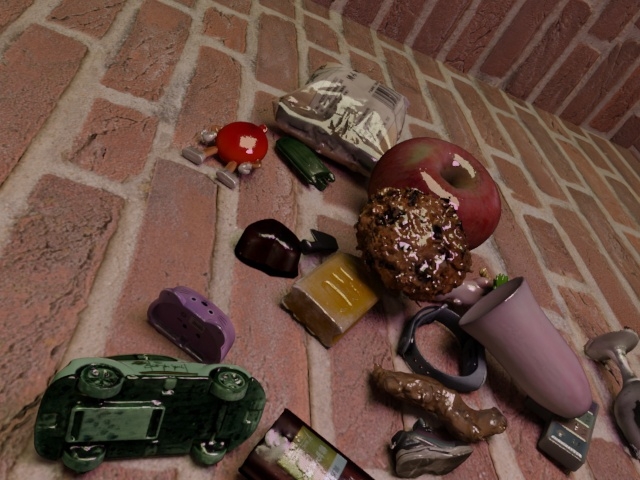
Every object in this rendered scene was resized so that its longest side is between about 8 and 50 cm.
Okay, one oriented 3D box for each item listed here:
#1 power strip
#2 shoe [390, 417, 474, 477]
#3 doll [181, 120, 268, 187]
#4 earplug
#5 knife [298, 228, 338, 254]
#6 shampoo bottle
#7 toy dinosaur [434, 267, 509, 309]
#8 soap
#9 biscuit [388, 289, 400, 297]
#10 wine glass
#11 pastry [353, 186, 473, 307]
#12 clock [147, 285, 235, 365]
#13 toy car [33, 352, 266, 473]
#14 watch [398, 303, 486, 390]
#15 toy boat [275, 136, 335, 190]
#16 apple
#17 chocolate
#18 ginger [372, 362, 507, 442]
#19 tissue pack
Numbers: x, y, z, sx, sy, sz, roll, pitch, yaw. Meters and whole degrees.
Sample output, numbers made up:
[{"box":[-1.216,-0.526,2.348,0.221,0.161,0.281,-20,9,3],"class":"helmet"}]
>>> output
[{"box":[0.516,0.386,1.220,0.145,0.061,0.216,36,34,18],"class":"power strip"},{"box":[0.191,0.360,0.998,0.169,0.071,0.099,7,36,-29],"class":"shoe"},{"box":[-0.217,-0.232,1.397,0.183,0.085,0.217,34,53,6],"class":"doll"},{"box":[0.453,0.244,1.176,0.301,0.172,0.172,52,38,5],"class":"earplug"},{"box":[0.000,0.000,1.266,0.060,0.028,0.230,61,18,10],"class":"knife"},{"box":[0.039,0.395,0.827,0.323,0.084,0.129,38,39,8],"class":"shampoo bottle"},{"box":[0.353,0.145,1.359,0.177,0.152,0.194,8,6,41],"class":"toy dinosaur"},{"box":[0.040,0.112,1.177,0.140,0.073,0.232,44,36,10],"class":"soap"},{"box":[0.160,0.093,1.334,0.081,0.018,0.083,32,36,-1],"class":"biscuit"},{"box":[0.760,0.367,1.346,0.144,0.143,0.321,19,37,-18],"class":"wine glass"},{"box":[0.193,0.010,1.220,0.275,0.193,0.274,5,71,-15],"class":"pastry"},{"box":[-0.209,0.134,0.934,0.153,0.110,0.050,36,39,5],"class":"clock"},{"box":[-0.234,0.227,0.792,0.306,0.136,0.125,8,21,-31],"class":"toy car"},{"box":[0.267,0.226,1.214,0.193,0.068,0.206,29,37,-5],"class":"watch"},{"box":[-0.045,-0.219,1.532,0.104,0.052,0.210,-18,56,-44],"class":"toy boat"},{"box":[0.284,-0.099,1.462,0.345,0.269,0.344,12,54,-17],"class":"apple"},{"box":[-0.096,0.005,1.200,0.149,0.080,0.125,25,36,-7],"class":"chocolate"},{"box":[0.232,0.319,1.073,0.290,0.084,0.122,26,-7,-12],"class":"ginger"},{"box":[0.085,-0.373,1.692,0.390,0.195,0.375,32,42,1],"class":"tissue pack"}]
